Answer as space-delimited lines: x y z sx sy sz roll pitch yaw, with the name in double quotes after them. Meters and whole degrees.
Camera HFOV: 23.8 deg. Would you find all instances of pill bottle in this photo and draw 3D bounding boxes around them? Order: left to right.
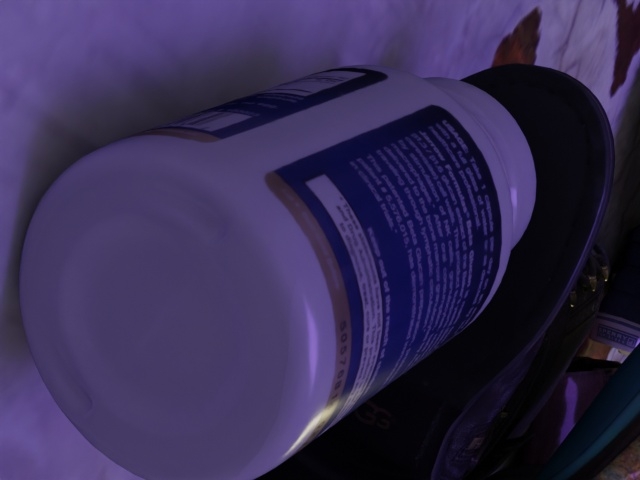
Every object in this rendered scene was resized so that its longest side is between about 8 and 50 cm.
0.000 0.000 0.449 0.169 0.094 0.094 -27 137 -55 "pill bottle"

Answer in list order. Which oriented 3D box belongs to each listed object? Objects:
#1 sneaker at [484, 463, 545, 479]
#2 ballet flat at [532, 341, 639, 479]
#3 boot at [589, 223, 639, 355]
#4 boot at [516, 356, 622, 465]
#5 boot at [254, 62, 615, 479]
0.160 0.199 0.865 0.146 0.122 0.330 -65 145 -34 "sneaker"
0.113 0.146 0.646 0.348 0.123 0.123 -41 150 -20 "ballet flat"
0.244 0.045 1.061 0.190 0.069 0.086 23 87 -67 "boot"
0.127 0.182 0.973 0.248 0.090 0.207 -6 105 -59 "boot"
0.074 0.027 0.663 0.229 0.091 0.263 -25 146 -58 "boot"
